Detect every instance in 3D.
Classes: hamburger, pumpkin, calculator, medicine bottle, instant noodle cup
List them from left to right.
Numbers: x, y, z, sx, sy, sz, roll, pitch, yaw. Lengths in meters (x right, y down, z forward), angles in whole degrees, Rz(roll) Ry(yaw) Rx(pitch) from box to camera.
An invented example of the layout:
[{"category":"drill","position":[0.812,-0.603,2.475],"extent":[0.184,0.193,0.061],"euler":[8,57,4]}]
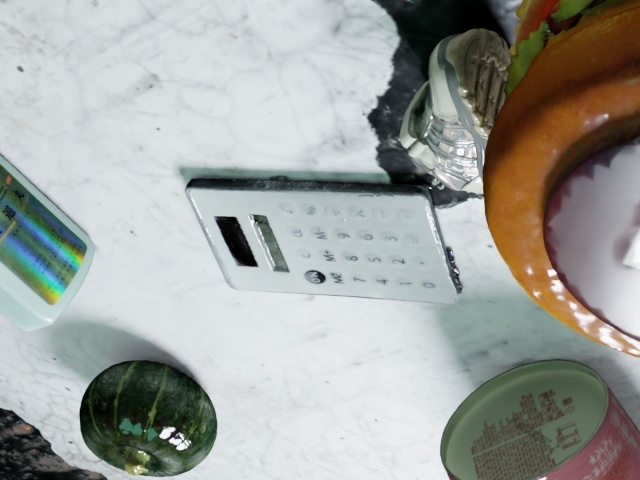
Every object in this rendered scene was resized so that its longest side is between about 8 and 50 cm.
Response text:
[{"category":"medicine bottle","position":[-0.344,-0.020,1.368],"extent":[0.083,0.121,0.229],"euler":[-18,126,41]},{"category":"pumpkin","position":[-0.205,0.215,1.582],"extent":[0.167,0.125,0.167],"euler":[5,124,7]},{"category":"calculator","position":[0.000,0.000,1.306],"extent":[0.261,0.021,0.161],"euler":[2,138,24]},{"category":"instant noodle cup","position":[0.235,0.243,1.333],"extent":[0.235,0.235,0.178],"euler":[-11,122,36]},{"category":"hamburger","position":[0.277,-0.082,0.885],"extent":[0.330,0.250,0.330],"euler":[15,144,11]}]

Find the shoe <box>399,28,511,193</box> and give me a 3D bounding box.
[{"category":"shoe","position":[0.114,-0.100,1.082],"extent":[0.092,0.089,0.180],"euler":[1,145,28]}]
